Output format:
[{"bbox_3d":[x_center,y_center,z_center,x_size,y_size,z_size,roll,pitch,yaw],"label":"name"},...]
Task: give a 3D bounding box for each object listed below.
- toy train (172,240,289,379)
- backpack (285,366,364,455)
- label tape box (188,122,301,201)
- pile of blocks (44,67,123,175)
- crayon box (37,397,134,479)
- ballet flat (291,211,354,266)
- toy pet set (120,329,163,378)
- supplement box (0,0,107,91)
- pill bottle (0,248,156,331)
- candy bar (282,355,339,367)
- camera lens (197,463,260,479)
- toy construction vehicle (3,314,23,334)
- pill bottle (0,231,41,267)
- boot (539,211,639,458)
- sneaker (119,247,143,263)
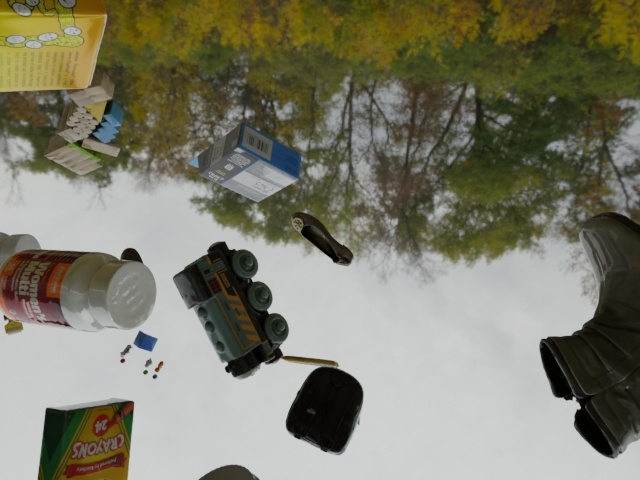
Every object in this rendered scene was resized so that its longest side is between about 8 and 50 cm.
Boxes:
[{"bbox_3d":[-0.212,0.167,1.213,0.142,0.333,0.190,-25,-179,41],"label":"toy train"},{"bbox_3d":[0.027,0.554,1.670,0.225,0.191,0.253,20,-109,14],"label":"backpack"},{"bbox_3d":[-0.262,-0.230,1.673,0.241,0.105,0.334,24,148,-36],"label":"label tape box"},{"bbox_3d":[-0.539,-0.292,1.201,0.149,0.362,0.112,17,-121,-32],"label":"pile of blocks"},{"bbox_3d":[-0.562,0.556,1.209,0.081,0.318,0.202,-3,170,27],"label":"crayon box"},{"bbox_3d":[0.000,0.000,1.639,0.250,0.084,0.058,41,-133,4],"label":"ballet flat"},{"bbox_3d":[-0.513,0.328,1.458,0.122,0.114,0.065,24,170,2],"label":"toy pet set"},{"bbox_3d":[-0.490,-0.317,0.635,0.357,0.194,0.195,-15,174,-34],"label":"supplement box"},{"bbox_3d":[-0.371,0.076,0.769,0.221,0.121,0.121,2,-155,23],"label":"pill bottle"},{"bbox_3d":[-0.031,0.311,1.299,0.162,0.040,0.018,4,-110,13],"label":"candy bar"},{"bbox_3d":[-0.173,0.666,1.104,0.220,0.274,0.219,-22,-160,9],"label":"camera lens"},{"bbox_3d":[-0.577,0.124,0.898,0.086,0.098,0.035,-16,-173,-32],"label":"toy construction vehicle"},{"bbox_3d":[-0.939,0.059,1.387,0.283,0.160,0.160,-4,-153,1],"label":"pill bottle"},{"bbox_3d":[0.311,0.091,0.549,0.161,0.083,0.246,-16,-113,-8],"label":"boot"},{"bbox_3d":[-0.501,0.114,1.316,0.071,0.188,0.066,-8,-179,33],"label":"sneaker"}]
